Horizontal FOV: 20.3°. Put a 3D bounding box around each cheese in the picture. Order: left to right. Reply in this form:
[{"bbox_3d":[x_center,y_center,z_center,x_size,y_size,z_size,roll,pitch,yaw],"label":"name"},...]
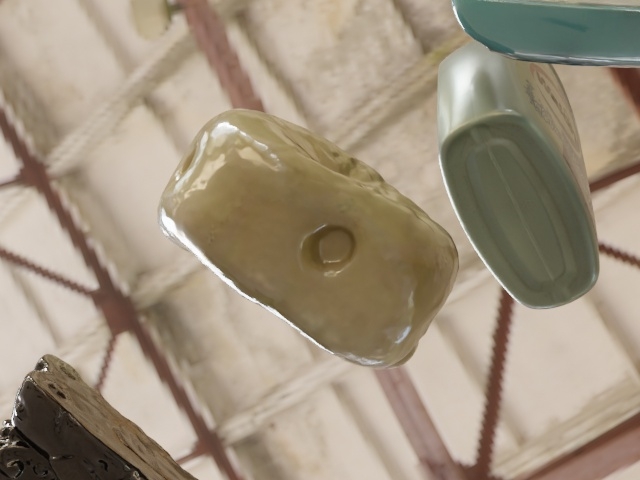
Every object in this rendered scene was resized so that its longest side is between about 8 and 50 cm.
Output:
[{"bbox_3d":[0.000,0.000,1.248,0.218,0.235,0.117,36,-80,31],"label":"cheese"}]

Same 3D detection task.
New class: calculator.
[{"bbox_3d":[0.278,-0.175,1.215,0.386,0.256,0.054,-3,-68,2],"label":"calculator"}]

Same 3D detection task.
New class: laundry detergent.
[{"bbox_3d":[0.175,-0.081,1.577,0.105,0.280,0.215,-24,-69,15],"label":"laundry detergent"}]

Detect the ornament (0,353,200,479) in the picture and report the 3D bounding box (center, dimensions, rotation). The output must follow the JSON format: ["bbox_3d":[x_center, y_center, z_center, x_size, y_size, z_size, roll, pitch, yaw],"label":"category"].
[{"bbox_3d":[-0.200,0.240,1.264,0.251,0.106,0.260,40,-79,-4],"label":"ornament"}]
